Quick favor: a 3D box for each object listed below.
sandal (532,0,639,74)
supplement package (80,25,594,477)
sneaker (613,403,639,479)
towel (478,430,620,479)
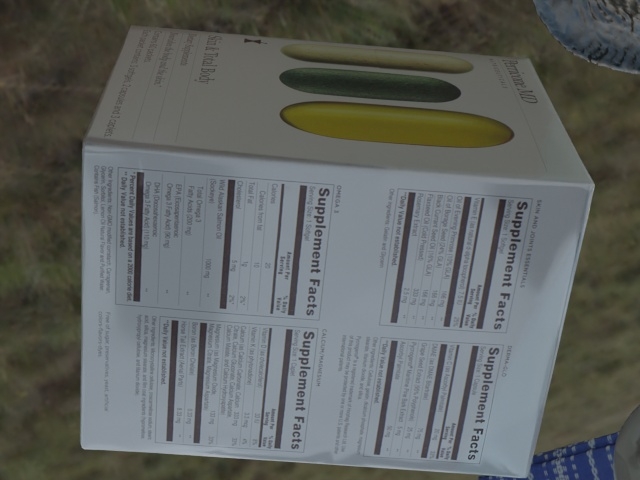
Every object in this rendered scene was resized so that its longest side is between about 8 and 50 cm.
[{"bbox_3d":[0.338,-0.159,1.005,0.107,0.446,0.167,-46,123,-14],"label":"sandal"},{"bbox_3d":[0.000,0.000,0.717,0.263,0.199,0.198,4,118,-3],"label":"supplement package"},{"bbox_3d":[0.287,0.094,0.484,0.321,0.126,0.127,-13,131,11],"label":"sneaker"},{"bbox_3d":[0.227,0.235,0.737,0.040,0.243,0.336,-5,164,-27],"label":"towel"}]
